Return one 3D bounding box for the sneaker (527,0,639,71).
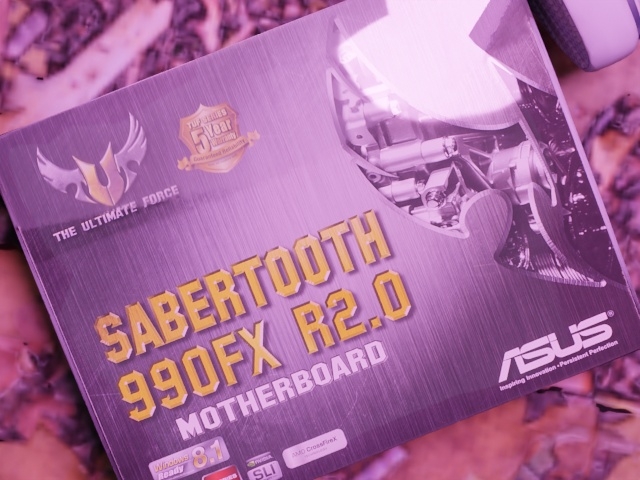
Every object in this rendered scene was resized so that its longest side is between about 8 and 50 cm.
[{"bbox_3d":[0.090,-0.199,0.615,0.091,0.094,0.258,-23,96,1],"label":"sneaker"}]

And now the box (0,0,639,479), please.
[{"bbox_3d":[0.000,0.000,0.646,0.231,0.056,0.183,-21,96,-1],"label":"box"}]
